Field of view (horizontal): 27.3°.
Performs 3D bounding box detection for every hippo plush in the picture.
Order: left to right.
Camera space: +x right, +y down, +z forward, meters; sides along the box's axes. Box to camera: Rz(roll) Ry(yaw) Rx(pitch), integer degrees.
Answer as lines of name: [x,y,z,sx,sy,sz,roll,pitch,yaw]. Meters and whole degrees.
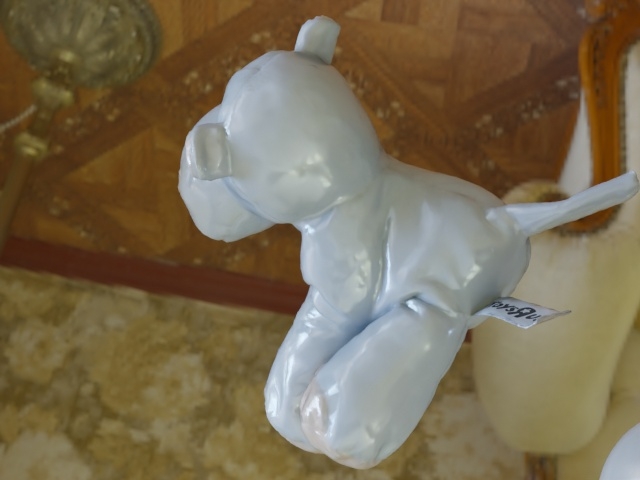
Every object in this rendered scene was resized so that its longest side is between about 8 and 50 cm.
hippo plush: [0.000,0.000,0.898,0.236,0.234,0.294,40,157,-13]

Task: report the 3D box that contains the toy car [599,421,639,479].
toy car: [0.237,0.128,0.745,0.219,0.210,0.238,22,162,-25]
